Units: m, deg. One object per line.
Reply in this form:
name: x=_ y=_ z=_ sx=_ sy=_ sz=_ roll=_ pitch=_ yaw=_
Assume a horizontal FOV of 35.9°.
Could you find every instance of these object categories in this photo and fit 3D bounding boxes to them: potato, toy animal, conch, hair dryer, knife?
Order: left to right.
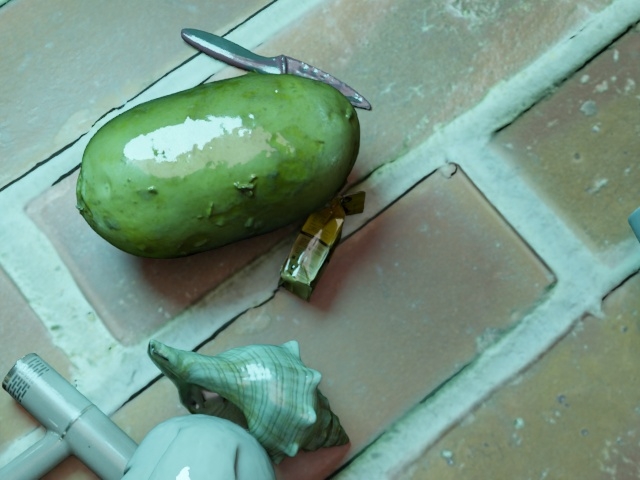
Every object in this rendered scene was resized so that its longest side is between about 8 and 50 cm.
hair dryer: x=-0.302 y=0.261 z=1.021 sx=0.195 sy=0.053 sz=0.220 roll=38 pitch=77 yaw=9
toy animal: x=-0.109 y=0.297 z=0.926 sx=0.206 sy=0.272 sz=0.265 roll=-10 pitch=62 yaw=18
potato: x=-0.106 y=-0.081 z=1.047 sx=0.307 sy=0.210 sz=0.173 roll=-14 pitch=94 yaw=2
conch: x=-0.069 y=0.158 z=1.035 sx=0.234 sy=0.137 sz=0.114 roll=28 pitch=48 yaw=-2
knife: x=-0.053 y=-0.208 z=1.190 sx=0.247 sy=0.018 sz=0.035 roll=21 pitch=71 yaw=2

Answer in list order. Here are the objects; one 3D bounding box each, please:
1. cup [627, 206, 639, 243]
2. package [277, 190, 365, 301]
cup: x=0.481 y=0.064 z=1.025 sx=0.205 sy=0.205 sz=0.312 roll=-21 pitch=76 yaw=-8
package: x=0.000 y=0.000 z=1.099 sx=0.047 sy=0.071 sz=0.131 roll=27 pitch=76 yaw=8
